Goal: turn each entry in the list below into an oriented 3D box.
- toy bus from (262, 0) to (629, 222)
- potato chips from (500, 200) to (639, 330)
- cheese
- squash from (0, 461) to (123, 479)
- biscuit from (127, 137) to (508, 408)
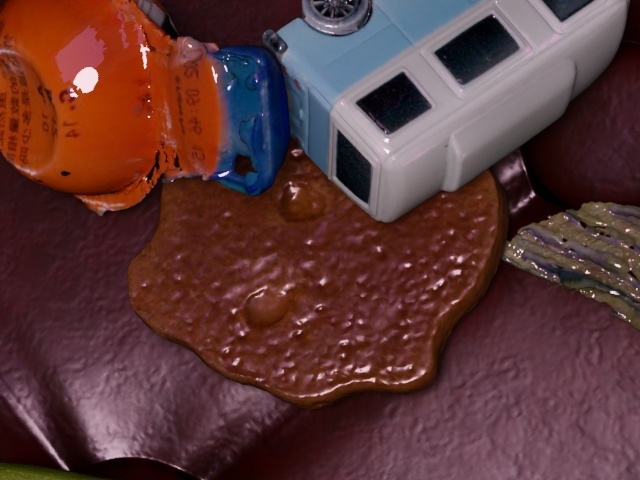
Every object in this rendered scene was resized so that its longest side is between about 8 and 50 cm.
[{"bbox_3d":[0.106,-0.143,1.162,0.271,0.133,0.165,-34,69,-15],"label":"toy bus"},{"bbox_3d":[0.237,0.017,1.175,0.207,0.028,0.092,25,98,18],"label":"potato chips"},{"bbox_3d":[-0.152,-0.113,1.192,0.329,0.129,0.217,15,118,42],"label":"cheese"},{"bbox_3d":[-0.177,0.220,1.164,0.378,0.101,0.101,7,77,8],"label":"squash"},{"bbox_3d":[0.000,0.001,1.213,0.273,0.049,0.257,16,74,17],"label":"biscuit"}]
